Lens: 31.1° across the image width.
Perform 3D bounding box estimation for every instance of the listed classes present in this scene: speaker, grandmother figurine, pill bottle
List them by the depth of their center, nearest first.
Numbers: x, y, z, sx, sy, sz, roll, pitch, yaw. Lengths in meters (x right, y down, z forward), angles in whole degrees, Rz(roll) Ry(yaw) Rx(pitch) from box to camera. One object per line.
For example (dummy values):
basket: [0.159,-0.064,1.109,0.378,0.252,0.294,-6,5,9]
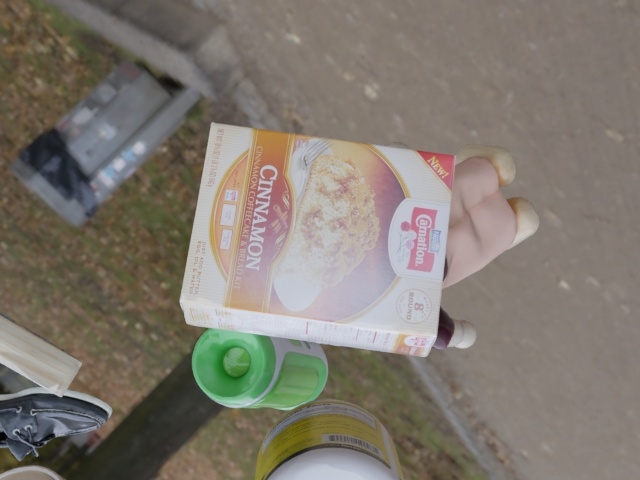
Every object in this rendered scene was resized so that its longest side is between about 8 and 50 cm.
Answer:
grandmother figurine: [0.090,0.014,1.105,0.104,0.342,0.208,-34,84,42]
pill bottle: [0.011,0.308,1.434,0.188,0.188,0.334,45,-176,-5]
speaker: [-0.081,0.183,1.673,0.131,0.131,0.296,41,-176,18]

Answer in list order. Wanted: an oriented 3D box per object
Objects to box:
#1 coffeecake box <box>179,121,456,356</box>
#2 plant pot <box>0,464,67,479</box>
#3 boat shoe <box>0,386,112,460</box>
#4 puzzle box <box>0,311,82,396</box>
coffeecake box: [0.000,0.000,0.860,0.185,0.142,0.068,8,161,1]
plant pot: [-0.222,0.349,0.911,0.191,0.284,0.284,41,173,-29]
boat shoe: [-0.528,0.326,1.993,0.340,0.113,0.127,0,145,12]
puzzle box: [-0.498,0.067,1.467,0.409,0.052,0.272,33,169,-13]
